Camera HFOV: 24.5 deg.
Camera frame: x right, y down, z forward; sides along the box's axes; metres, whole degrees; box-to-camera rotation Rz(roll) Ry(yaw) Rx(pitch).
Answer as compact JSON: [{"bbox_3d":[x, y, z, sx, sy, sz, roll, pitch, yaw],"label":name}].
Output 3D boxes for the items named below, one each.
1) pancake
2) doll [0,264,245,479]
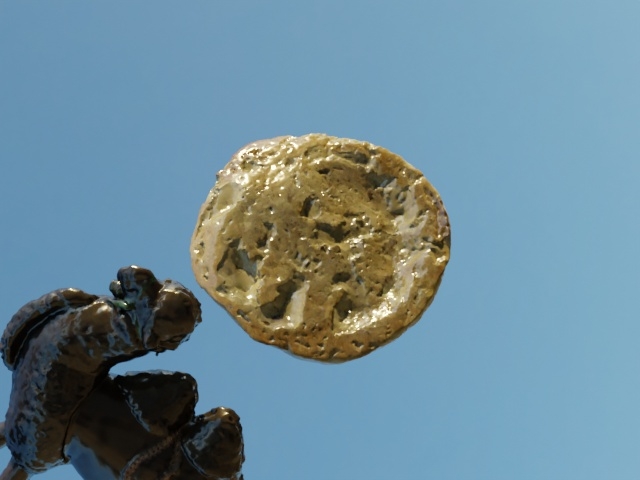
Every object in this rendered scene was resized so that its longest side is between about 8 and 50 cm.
[{"bbox_3d":[0.000,-0.001,0.850,0.025,0.151,0.151,96,-170,-68],"label":"pancake"},{"bbox_3d":[-0.094,0.088,0.684,0.139,0.165,0.057,34,-154,-6],"label":"doll"}]
